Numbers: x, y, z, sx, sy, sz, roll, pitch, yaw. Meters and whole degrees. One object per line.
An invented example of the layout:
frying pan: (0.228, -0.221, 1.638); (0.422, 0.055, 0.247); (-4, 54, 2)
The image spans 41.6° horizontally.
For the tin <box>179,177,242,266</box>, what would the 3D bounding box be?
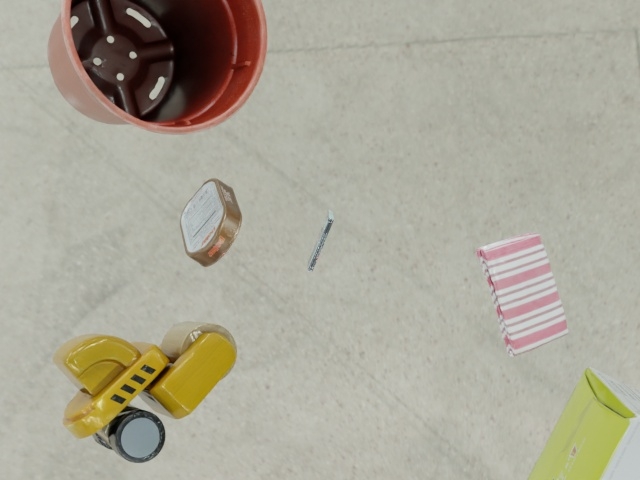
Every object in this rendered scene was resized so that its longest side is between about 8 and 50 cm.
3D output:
tin: (-0.178, -0.031, 1.344); (0.106, 0.040, 0.190); (-52, 29, 14)

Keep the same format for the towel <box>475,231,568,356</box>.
towel: (0.354, 0.092, 1.474); (0.144, 0.029, 0.197); (-14, 86, -31)

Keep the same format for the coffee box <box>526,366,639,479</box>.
coffee box: (0.485, 0.426, 1.210); (0.334, 0.338, 0.338); (26, 95, 5)

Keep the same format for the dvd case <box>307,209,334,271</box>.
dvd case: (0.000, 0.000, 1.744); (0.013, 0.087, 0.119); (23, 102, -5)

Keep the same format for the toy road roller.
toy road roller: (-0.346, 0.239, 1.590); (0.329, 0.202, 0.241); (-45, 108, -23)

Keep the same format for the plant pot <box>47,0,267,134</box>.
plant pot: (-0.253, -0.272, 1.176); (0.272, 0.272, 0.265); (-55, 25, -17)
